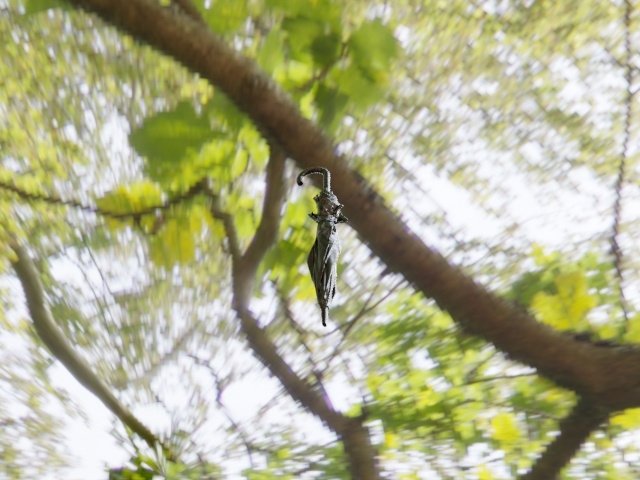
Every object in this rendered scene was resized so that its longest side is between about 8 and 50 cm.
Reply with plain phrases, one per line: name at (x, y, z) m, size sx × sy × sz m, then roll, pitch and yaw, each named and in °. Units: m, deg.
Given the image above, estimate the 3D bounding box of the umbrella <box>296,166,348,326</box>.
umbrella at (0.003, -0.001, 0.784) m, size 0.022 × 0.122 × 0.013 m, roll -12°, pitch -53°, yaw 3°
